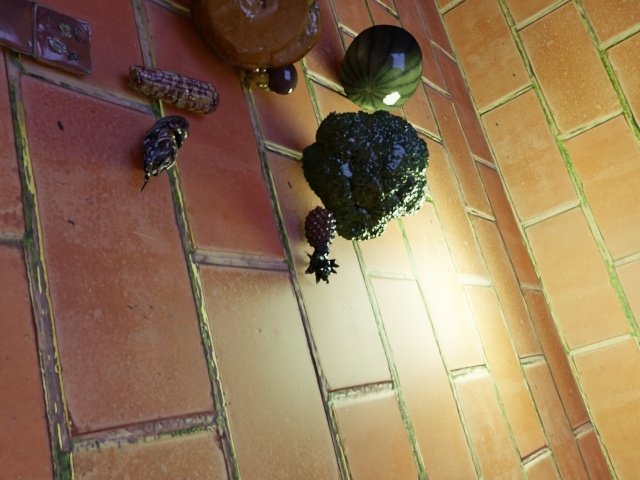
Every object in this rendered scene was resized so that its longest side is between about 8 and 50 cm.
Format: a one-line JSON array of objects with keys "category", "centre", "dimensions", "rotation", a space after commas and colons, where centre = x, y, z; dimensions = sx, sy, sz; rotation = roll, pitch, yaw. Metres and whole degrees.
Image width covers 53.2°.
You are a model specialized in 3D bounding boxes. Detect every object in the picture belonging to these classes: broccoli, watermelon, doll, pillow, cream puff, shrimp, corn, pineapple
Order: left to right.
[{"category": "pillow", "centre": [-0.526, -0.385, 1.168], "dimensions": [0.232, 0.043, 0.126], "rotation": [13, 58, -51]}, {"category": "shrimp", "centre": [-0.324, -0.174, 1.288], "dimensions": [0.090, 0.079, 0.233], "rotation": [88, 10, -48]}, {"category": "corn", "centre": [-0.322, -0.334, 1.409], "dimensions": [0.237, 0.079, 0.079], "rotation": [8, 61, -50]}, {"category": "cream puff", "centre": [-0.166, -0.597, 1.616], "dimensions": [0.343, 0.327, 0.231], "rotation": [22, 7, -19]}, {"category": "doll", "centre": [-0.148, -0.459, 1.749], "dimensions": [0.188, 0.096, 0.145], "rotation": [-3, 53, -30]}, {"category": "pineapple", "centre": [0.001, 0.001, 1.624], "dimensions": [0.083, 0.103, 0.221], "rotation": [8, 56, -15]}, {"category": "broccoli", "centre": [0.129, -0.198, 1.768], "dimensions": [0.321, 0.310, 0.413], "rotation": [41, 65, -55]}, {"category": "watermelon", "centre": [0.213, -0.591, 2.185], "dimensions": [0.279, 0.279, 0.359], "rotation": [48, 39, -25]}]
